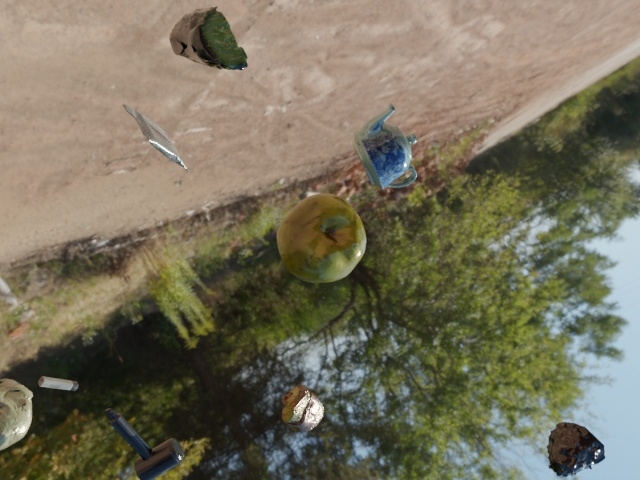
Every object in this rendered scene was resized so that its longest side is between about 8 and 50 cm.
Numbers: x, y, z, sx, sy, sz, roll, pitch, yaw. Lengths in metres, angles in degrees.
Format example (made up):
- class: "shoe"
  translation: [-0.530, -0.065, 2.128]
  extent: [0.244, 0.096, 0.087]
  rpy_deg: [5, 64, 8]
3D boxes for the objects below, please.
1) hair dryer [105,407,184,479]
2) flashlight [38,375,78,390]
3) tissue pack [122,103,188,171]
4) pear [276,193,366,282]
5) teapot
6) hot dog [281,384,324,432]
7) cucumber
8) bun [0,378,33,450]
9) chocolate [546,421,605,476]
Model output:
- class: "hair dryer"
  translation: [-0.460, 0.505, 1.407]
  extent: [0.114, 0.248, 0.070]
  rpy_deg: [-29, -156, -4]
- class: "flashlight"
  translation: [-0.559, 0.306, 1.171]
  extent: [0.018, 0.018, 0.083]
  rpy_deg: [-53, 143, 3]
- class: "tissue pack"
  translation: [-0.398, -0.249, 1.341]
  extent: [0.026, 0.123, 0.193]
  rpy_deg: [-36, 158, 3]
- class: "pear"
  translation: [0.000, 0.000, 1.184]
  extent: [0.200, 0.200, 0.200]
  rpy_deg: [-32, 176, -3]
- class: "teapot"
  translation: [0.166, -0.215, 1.327]
  extent: [0.158, 0.232, 0.159]
  rpy_deg: [-17, -137, 16]
- class: "hot dog"
  translation: [-0.064, 0.492, 1.612]
  extent: [0.093, 0.123, 0.262]
  rpy_deg: [6, 150, 22]
- class: "cucumber"
  translation: [-0.233, -0.390, 1.076]
  extent: [0.085, 0.116, 0.193]
  rpy_deg: [-31, -145, -26]
- class: "bun"
  translation: [-0.902, 0.464, 1.484]
  extent: [0.239, 0.239, 0.142]
  rpy_deg: [-25, 137, -58]
- class: "chocolate"
  translation: [0.711, 0.620, 1.565]
  extent: [0.133, 0.156, 0.156]
  rpy_deg: [-34, 179, -43]
